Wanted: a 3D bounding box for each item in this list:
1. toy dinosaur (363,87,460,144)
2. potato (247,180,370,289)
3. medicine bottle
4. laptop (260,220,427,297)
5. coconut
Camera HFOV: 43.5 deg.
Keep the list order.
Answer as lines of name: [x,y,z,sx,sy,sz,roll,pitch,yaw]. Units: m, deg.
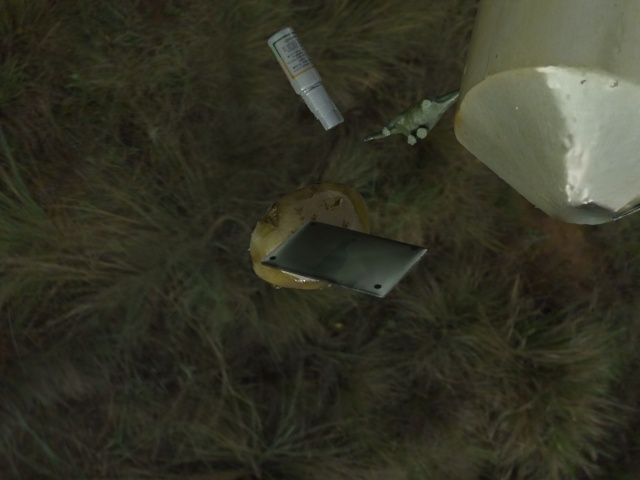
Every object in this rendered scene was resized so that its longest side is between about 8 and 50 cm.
toy dinosaur: [0.233,-0.290,1.849,0.076,0.362,0.147,56,31,-13]
potato: [0.000,0.000,1.726,0.299,0.116,0.239,-18,117,-24]
medicine bottle: [-0.024,-0.333,1.663,0.221,0.061,0.092,60,27,-3]
laptop: [0.043,0.029,1.513,0.187,0.269,0.015,-41,136,-47]
coconut: [0.289,-0.168,0.835,0.322,0.323,0.323,-4,99,-26]
